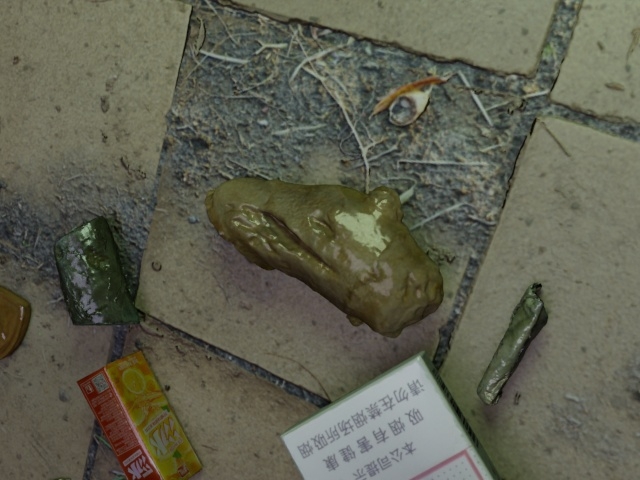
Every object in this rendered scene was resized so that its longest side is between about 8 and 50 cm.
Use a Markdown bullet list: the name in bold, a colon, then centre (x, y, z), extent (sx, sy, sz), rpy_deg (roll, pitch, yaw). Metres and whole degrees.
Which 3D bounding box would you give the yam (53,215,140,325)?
- **yam**: centre (-0.363, 0.059, 1.092), extent (0.107, 0.107, 0.183), rpy_deg (-15, 90, 25)

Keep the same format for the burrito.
- **burrito**: centre (0.244, 0.135, 0.865), extent (0.042, 0.051, 0.171), rpy_deg (27, 108, 10)

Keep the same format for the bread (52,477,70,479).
- **bread**: centre (-0.478, 0.479, 1.243), extent (0.070, 0.035, 0.083), rpy_deg (-21, 83, 24)

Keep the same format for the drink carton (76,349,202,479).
- **drink carton**: centre (-0.288, 0.297, 1.096), extent (0.071, 0.096, 0.222), rpy_deg (-31, 85, 24)

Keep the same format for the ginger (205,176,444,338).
- **ginger**: centre (0.000, 0.000, 0.908), extent (0.354, 0.126, 0.189), rpy_deg (20, 111, 18)

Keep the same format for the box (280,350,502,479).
- **box**: centre (0.125, 0.333, 0.855), extent (0.210, 0.095, 0.330), rpy_deg (-32, 81, 9)

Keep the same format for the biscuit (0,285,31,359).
- **biscuit**: centre (-0.615, 0.154, 1.253), extent (0.221, 0.029, 0.141), rpy_deg (-9, 95, 24)
